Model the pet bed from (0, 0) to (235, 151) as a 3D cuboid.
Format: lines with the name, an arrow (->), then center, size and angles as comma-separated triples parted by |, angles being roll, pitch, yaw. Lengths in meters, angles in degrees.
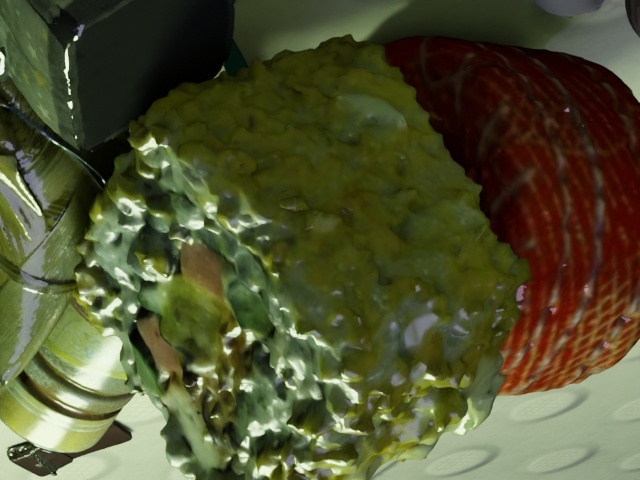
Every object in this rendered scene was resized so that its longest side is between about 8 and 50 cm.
pet bed -> -0.179, -0.199, 1.325 | 0.183, 0.159, 0.211 | -35, 162, -18

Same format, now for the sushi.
sushi -> -0.022, 0.055, 1.453 | 0.240, 0.351, 0.396 | -28, 164, -34

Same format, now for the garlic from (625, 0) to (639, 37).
garlic -> 0.426, -0.245, 1.540 | 0.245, 0.245, 0.253 | 24, 99, -54

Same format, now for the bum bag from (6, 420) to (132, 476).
bum bag -> -0.354, 0.295, 2.390 | 0.159, 0.026, 0.109 | -20, 154, 11

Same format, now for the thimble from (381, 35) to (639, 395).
thimble -> 0.160, -0.023, 1.637 | 0.231, 0.350, 0.350 | 0, 152, -39

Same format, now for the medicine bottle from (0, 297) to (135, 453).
medicine bottle -> -0.212, 0.064, 1.757 | 0.151, 0.151, 0.322 | 11, 129, -43

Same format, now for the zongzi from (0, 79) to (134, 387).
zongzi -> -0.290, -0.020, 1.511 | 0.274, 0.125, 0.251 | -61, 144, -6

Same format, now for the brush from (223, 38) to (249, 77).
brush -> -0.080, -0.144, 1.613 | 0.032, 0.043, 0.193 | -3, 156, 13

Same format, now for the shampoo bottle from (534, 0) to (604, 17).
shampoo bottle -> 0.191, -0.270, 1.435 | 0.092, 0.092, 0.303 | -22, 153, 15
